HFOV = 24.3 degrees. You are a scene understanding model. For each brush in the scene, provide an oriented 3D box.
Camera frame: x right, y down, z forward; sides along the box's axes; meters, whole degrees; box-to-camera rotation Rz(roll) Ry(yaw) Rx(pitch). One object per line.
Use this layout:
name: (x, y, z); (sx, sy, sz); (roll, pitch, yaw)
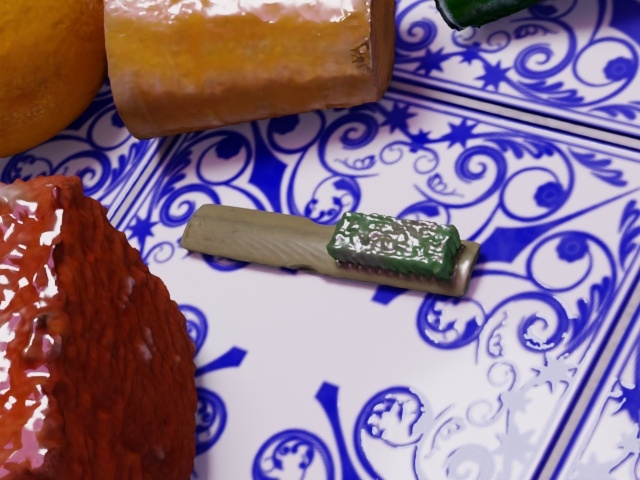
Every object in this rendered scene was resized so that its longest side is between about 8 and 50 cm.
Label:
brush: (0.000, 0.000, 1.273); (0.282, 0.048, 0.054); (8, 59, 30)

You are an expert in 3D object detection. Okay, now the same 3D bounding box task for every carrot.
carrot: (-0.058, -0.194, 1.361); (0.254, 0.196, 0.196); (-2, 57, 12)

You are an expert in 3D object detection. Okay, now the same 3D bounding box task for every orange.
orange: (-0.339, -0.228, 1.417); (0.312, 0.312, 0.312); (-12, 54, 17)

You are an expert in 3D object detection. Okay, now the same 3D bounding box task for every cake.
cake: (-0.277, 0.144, 1.152); (0.319, 0.270, 0.269); (-14, 53, 16)

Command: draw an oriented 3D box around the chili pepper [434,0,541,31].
chili pepper: (0.226, -0.272, 1.274); (0.270, 0.099, 0.136); (-16, 28, 48)
